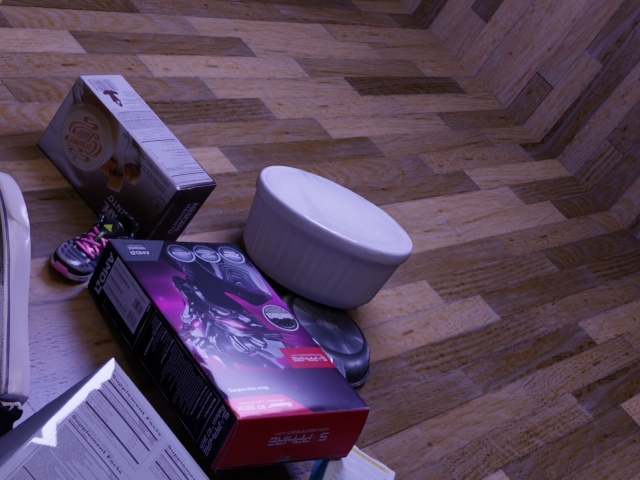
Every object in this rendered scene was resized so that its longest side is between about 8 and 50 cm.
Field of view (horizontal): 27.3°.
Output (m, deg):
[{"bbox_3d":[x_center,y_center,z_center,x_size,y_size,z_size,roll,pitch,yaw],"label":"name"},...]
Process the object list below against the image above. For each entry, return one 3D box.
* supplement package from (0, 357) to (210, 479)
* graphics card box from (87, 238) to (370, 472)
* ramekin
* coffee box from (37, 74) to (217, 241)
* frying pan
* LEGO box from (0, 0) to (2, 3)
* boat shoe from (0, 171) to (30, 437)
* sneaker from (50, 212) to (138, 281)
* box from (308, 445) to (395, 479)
[{"bbox_3d":[-0.251,0.282,1.224,0.198,0.199,0.263,52,24,-6],"label":"supplement package"},{"bbox_3d":[-0.127,0.142,1.768,0.232,0.094,0.371,2,35,-42],"label":"graphics card box"},{"bbox_3d":[0.000,0.000,2.112,0.272,0.127,0.273,26,17,-9],"label":"ramekin"},{"bbox_3d":[-0.292,-0.116,1.978,0.246,0.141,0.098,49,29,18],"label":"coffee box"},{"bbox_3d":[-0.008,0.174,1.977,0.197,0.053,0.326,32,25,-8],"label":"frying pan"},{"bbox_3d":[-0.593,-0.252,1.439,0.372,0.500,0.193,40,27,6],"label":"LEGO box"},{"bbox_3d":[-0.428,0.055,1.514,0.158,0.127,0.341,12,52,-34],"label":"boat shoe"},{"bbox_3d":[-0.311,0.002,1.843,0.063,0.075,0.170,43,28,10],"label":"sneaker"},{"bbox_3d":[0.025,0.361,1.704,0.100,0.060,0.244,34,27,-4],"label":"box"}]
